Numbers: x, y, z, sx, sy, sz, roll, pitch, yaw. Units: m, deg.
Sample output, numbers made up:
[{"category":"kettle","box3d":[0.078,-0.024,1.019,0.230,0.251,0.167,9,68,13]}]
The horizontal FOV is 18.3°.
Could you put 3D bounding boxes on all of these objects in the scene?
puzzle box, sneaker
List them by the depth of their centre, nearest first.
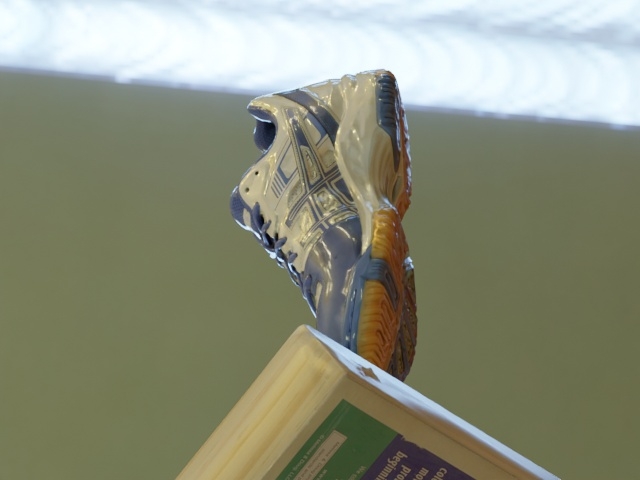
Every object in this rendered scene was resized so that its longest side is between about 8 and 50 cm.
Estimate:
[{"category":"puzzle box","box3d":[-0.036,0.260,1.021,0.409,0.272,0.052,-50,39,7]},{"category":"sneaker","box3d":[0.000,0.000,1.447,0.296,0.131,0.112,-89,-11,-46]}]
